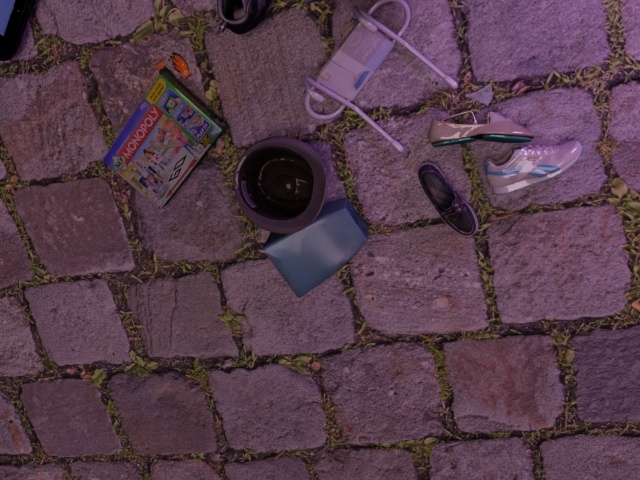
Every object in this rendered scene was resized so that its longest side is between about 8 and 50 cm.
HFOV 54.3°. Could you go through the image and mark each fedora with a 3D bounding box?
[{"bbox_3d":[-0.086,-0.143,1.608,0.276,0.124,0.243,10,97,23],"label":"fedora"}]

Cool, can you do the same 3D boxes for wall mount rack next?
[{"bbox_3d":[0.136,-0.381,1.487,0.304,0.130,0.350,22,121,-33],"label":"wall mount rack"}]

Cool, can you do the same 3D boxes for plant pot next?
[{"bbox_3d":[0.000,0.000,1.646,0.234,0.165,0.165,-33,103,15],"label":"plant pot"}]

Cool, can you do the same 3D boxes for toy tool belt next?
[{"bbox_3d":[0.083,-0.508,1.481,0.083,0.051,0.052,-41,132,19],"label":"toy tool belt"}]

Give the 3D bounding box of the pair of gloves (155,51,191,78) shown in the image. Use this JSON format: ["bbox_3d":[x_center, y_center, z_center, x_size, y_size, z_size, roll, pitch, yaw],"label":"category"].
[{"bbox_3d":[-0.387,-0.447,1.634,0.083,0.010,0.074,-26,104,22],"label":"pair of gloves"}]

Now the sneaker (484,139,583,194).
[{"bbox_3d":[0.508,-0.191,1.491,0.229,0.087,0.092,-23,108,19],"label":"sneaker"}]

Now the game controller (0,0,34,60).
[{"bbox_3d":[-0.829,-0.637,1.628,0.167,0.067,0.319,33,114,-2],"label":"game controller"}]

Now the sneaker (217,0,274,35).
[{"bbox_3d":[-0.149,-0.592,1.443,0.101,0.153,0.268,35,115,-3],"label":"sneaker"}]

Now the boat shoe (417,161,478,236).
[{"bbox_3d":[0.322,-0.097,1.577,0.080,0.076,0.228,-30,102,22],"label":"boat shoe"}]

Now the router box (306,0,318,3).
[{"bbox_3d":[0.111,-0.570,1.308,0.243,0.309,0.080,-6,113,14],"label":"router box"}]

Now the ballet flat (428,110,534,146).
[{"bbox_3d":[0.383,-0.272,1.497,0.249,0.086,0.086,-1,111,14],"label":"ballet flat"}]

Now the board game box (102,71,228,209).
[{"bbox_3d":[-0.426,-0.263,1.692,0.213,0.046,0.317,41,117,-6],"label":"board game box"}]
